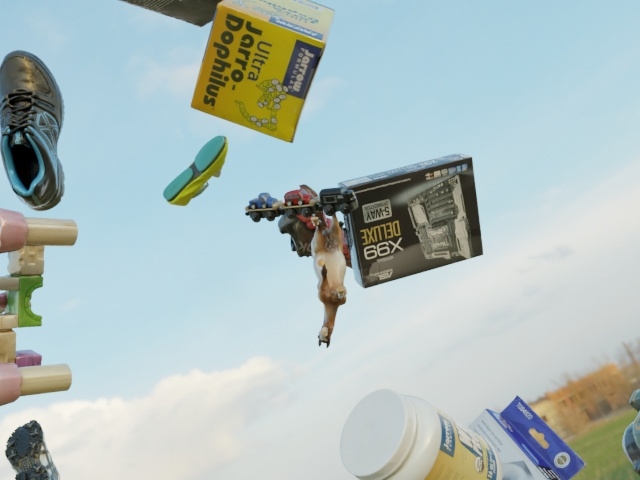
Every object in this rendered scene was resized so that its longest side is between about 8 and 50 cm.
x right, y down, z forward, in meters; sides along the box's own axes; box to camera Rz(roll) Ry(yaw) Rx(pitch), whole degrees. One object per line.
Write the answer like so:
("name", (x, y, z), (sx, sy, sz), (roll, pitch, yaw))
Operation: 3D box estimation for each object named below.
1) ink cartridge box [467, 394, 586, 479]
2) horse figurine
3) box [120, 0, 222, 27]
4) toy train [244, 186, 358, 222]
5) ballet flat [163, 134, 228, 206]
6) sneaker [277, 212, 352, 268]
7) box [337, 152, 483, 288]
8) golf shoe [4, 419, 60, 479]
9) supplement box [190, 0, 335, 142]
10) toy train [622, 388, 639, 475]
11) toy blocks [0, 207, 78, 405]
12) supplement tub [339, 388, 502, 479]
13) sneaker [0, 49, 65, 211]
("ink cartridge box", (0.334, 0.413, 1.328), (0.224, 0.223, 0.045), (-47, -62, 3))
("horse figurine", (0.011, 0.032, 1.248), (0.066, 0.263, 0.174), (-7, -27, -1))
("box", (-0.363, -0.720, 1.760), (0.183, 0.296, 0.294), (-13, -10, 41))
("toy train", (-0.028, -0.046, 0.900), (0.158, 0.036, 0.027), (-4, 17, 28))
("ballet flat", (-0.291, -0.166, 1.787), (0.231, 0.077, 0.077), (-42, -42, 16))
("sneaker", (0.000, 0.000, 1.847), (0.135, 0.097, 0.276), (-39, -58, 21))
("box", (0.209, -0.047, 1.657), (0.307, 0.242, 0.076), (-14, 18, -13))
("golf shoe", (-0.551, 0.437, 1.397), (0.077, 0.198, 0.094), (-24, -49, -10))
("supplement box", (-0.098, -0.356, 1.388), (0.356, 0.195, 0.194), (-82, 12, -64))
("toy train", (0.475, 0.180, 0.828), (0.190, 0.142, 0.334), (-46, -7, -27))
("toy blocks", (-0.553, 0.094, 1.078), (0.260, 0.288, 0.309), (1, 1, -45))
("supplement tub", (0.139, 0.302, 0.999), (0.200, 0.144, 0.144), (36, -57, -28))
("sneaker", (-0.598, -0.235, 1.493), (0.125, 0.340, 0.139), (-11, -3, -6))
